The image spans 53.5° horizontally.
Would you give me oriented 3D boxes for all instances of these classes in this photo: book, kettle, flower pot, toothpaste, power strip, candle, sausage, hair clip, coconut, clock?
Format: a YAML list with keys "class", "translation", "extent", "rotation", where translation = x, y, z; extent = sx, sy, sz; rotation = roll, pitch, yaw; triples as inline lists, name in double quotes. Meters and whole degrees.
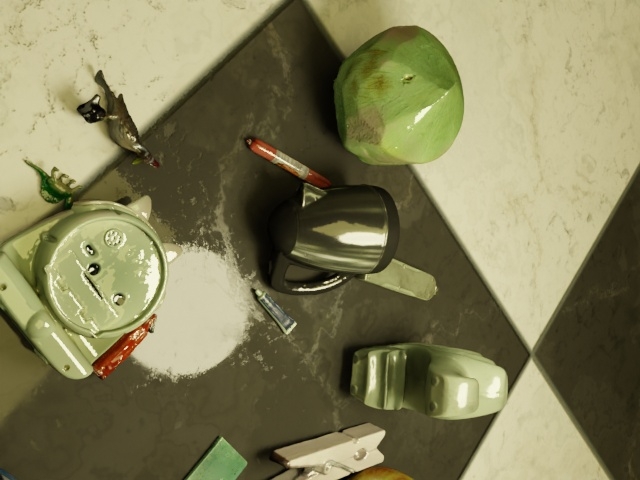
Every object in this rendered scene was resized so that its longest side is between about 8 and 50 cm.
- class: "book"
  translation: [-0.227, 0.504, 1.359]
  extent: [0.135, 0.017, 0.103]
  rotation: [-48, 118, -24]
- class: "kettle"
  translation: [0.000, -0.017, 1.419]
  extent: [0.271, 0.251, 0.207]
  rotation: [2, 61, -30]
- class: "flower pot"
  translation: [0.257, 0.333, 1.493]
  extent: [0.254, 0.367, 0.165]
  rotation: [7, 85, -38]
- class: "toothpaste"
  translation: [-0.104, 0.157, 1.431]
  extent: [0.037, 0.021, 0.140]
  rotation: [-48, 120, -17]
- class: "power strip"
  translation: [0.200, 0.093, 1.638]
  extent: [0.286, 0.048, 0.080]
  rotation: [20, 82, -36]
- class: "candle"
  translation: [-0.369, 0.201, 1.217]
  extent: [0.162, 0.053, 0.048]
  rotation: [-47, 123, -28]
- class: "sausage"
  translation: [-0.066, -0.169, 1.435]
  extent: [0.253, 0.034, 0.034]
  rotation: [28, 76, -34]
- class: "hair clip"
  translation: [0.018, 0.512, 1.502]
  extent: [0.330, 0.085, 0.101]
  rotation: [-3, 97, -42]
- class: "coconut"
  translation: [0.180, -0.318, 1.429]
  extent: [0.281, 0.328, 0.328]
  rotation: [21, 80, -33]
- class: "clock"
  translation: [-0.400, 0.059, 1.143]
  extent: [0.324, 0.108, 0.265]
  rotation: [-41, 116, -26]

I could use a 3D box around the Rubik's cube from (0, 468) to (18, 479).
- class: "Rubik's cube"
  translation: [-0.577, 0.462, 0.911]
  extent: [0.287, 0.293, 0.292]
  rotation: [46, 66, -23]

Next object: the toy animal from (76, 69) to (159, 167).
- class: "toy animal"
  translation: [-0.370, -0.211, 1.185]
  extent: [0.202, 0.070, 0.105]
  rotation: [51, 45, -23]

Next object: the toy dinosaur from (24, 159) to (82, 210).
- class: "toy dinosaur"
  translation: [-0.479, -0.099, 1.135]
  extent: [0.119, 0.029, 0.060]
  rotation: [39, 82, -31]

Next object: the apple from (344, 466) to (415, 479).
- class: "apple"
  translation: [0.149, 0.688, 1.507]
  extent: [0.264, 0.264, 0.264]
  rotation: [-2, 94, -37]
